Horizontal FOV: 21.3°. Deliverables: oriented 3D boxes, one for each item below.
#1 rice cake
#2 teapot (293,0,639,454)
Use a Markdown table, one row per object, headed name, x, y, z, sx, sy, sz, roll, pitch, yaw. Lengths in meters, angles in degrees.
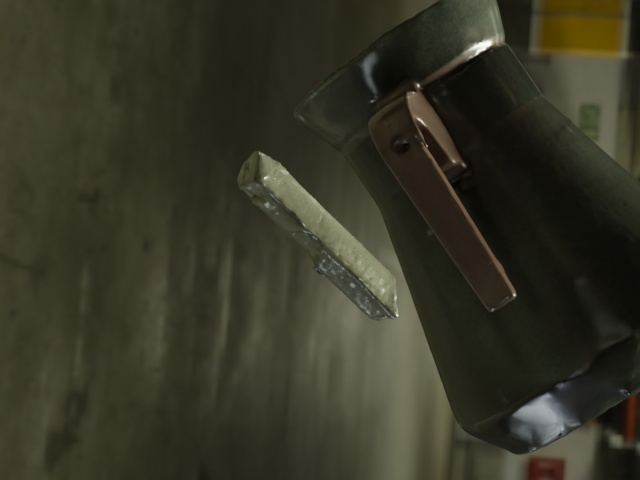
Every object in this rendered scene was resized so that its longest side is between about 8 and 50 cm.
| name | x | y | z | sx | sy | sz | roll | pitch | yaw |
| --- | --- | --- | --- | --- | --- | --- | --- | --- | --- |
| rice cake | 0.000 | 0.000 | 1.922 | 0.256 | 0.052 | 0.057 | 44 | 20 | -28 |
| teapot | 0.144 | -0.015 | 1.388 | 0.344 | 0.253 | 0.300 | 55 | 16 | 3 |
